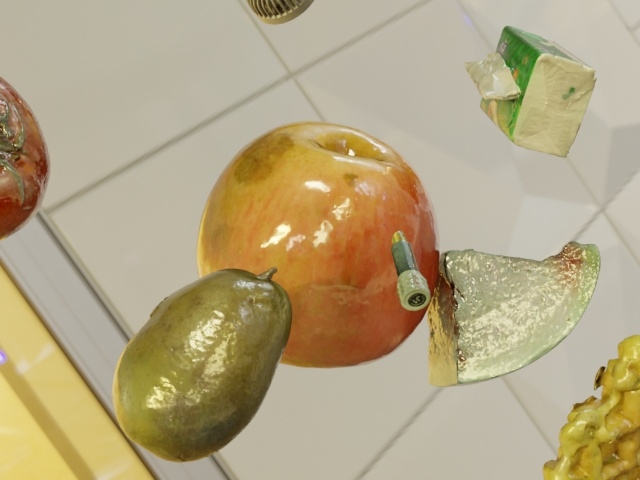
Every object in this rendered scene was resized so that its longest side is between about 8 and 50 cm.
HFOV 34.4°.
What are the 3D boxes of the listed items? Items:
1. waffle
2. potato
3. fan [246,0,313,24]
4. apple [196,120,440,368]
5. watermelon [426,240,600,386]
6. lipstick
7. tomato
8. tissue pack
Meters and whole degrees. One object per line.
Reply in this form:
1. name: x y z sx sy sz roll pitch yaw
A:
1. waffle: 0.319 0.208 0.983 0.060 0.307 0.312 33 93 49
2. potato: -0.127 0.131 1.180 0.251 0.174 0.159 -55 -20 -10
3. fan: -0.051 -0.483 1.781 0.130 0.074 0.244 1 62 33
4. apple: 0.000 0.000 1.485 0.363 0.364 0.364 -35 2 2
5. watermelon: 0.251 0.077 1.578 0.320 0.214 0.289 -41 17 -3
6. lipstick: 0.099 0.031 1.202 0.037 0.037 0.116 -34 37 17
7. tomato: -0.421 -0.114 1.220 0.095 0.237 0.236 -34 3 44
8. tissue pack: 0.313 -0.243 1.625 0.209 0.156 0.148 -101 27 -67
